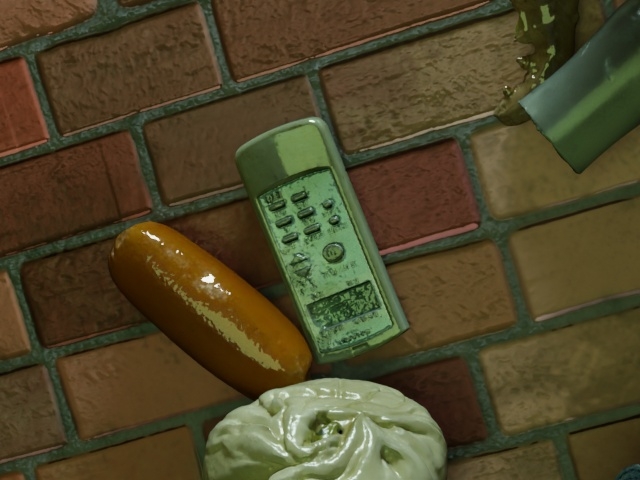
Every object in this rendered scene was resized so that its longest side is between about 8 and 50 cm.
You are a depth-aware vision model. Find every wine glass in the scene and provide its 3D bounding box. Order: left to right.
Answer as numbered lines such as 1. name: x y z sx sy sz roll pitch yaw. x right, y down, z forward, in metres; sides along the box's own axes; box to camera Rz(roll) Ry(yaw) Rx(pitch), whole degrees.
1. wine glass: 0.290 -0.164 1.717 0.231 0.103 0.103 -40 86 10

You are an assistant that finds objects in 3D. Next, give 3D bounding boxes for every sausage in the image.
1. sausage: -0.102 0.071 1.850 0.238 0.098 0.098 40 103 8

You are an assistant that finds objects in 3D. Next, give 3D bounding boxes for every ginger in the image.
1. ginger: 0.202 -0.189 1.771 0.069 0.051 0.173 5 98 1

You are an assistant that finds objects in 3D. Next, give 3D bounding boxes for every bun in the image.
1. bun: 0.006 0.204 1.724 0.229 0.229 0.145 9 141 12

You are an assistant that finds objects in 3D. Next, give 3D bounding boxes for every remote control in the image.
1. remote control: 0.000 0.000 1.846 0.098 0.038 0.233 -22 91 15

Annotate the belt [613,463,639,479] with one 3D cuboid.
1. belt: 0.386 0.249 1.692 0.267 0.206 0.116 6 98 8

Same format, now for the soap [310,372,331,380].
1. soap: 0.006 0.331 1.879 0.159 0.258 0.302 12 54 12
